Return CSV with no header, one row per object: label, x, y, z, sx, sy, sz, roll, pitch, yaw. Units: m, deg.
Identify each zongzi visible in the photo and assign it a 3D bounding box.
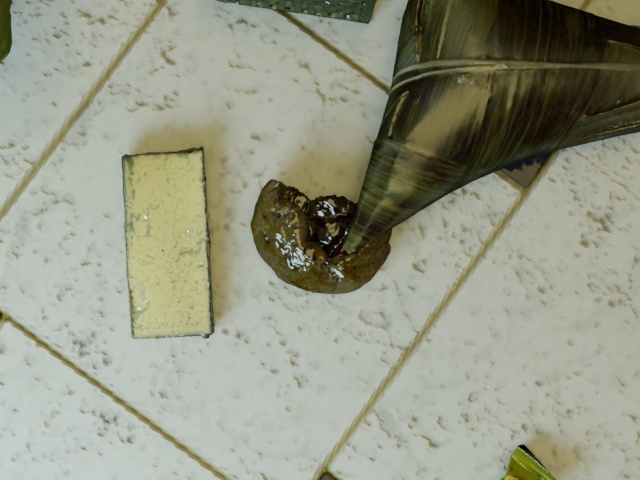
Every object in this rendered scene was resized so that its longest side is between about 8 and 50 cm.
zongzi,0.161,-0.072,1.207,0.247,0.111,0.241,16,83,-3

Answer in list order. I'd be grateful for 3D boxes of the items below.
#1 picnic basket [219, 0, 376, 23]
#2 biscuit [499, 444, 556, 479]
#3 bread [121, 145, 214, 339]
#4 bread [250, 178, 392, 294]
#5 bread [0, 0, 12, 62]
picnic basket,-0.020,-0.284,1.204,0.154,0.134,0.196,7,88,-1
biscuit,0.081,0.285,1.233,0.048,0.026,0.292,39,86,19
bread,-0.121,0.003,1.236,0.068,0.028,0.154,-4,88,-3
bread,0.000,0.000,1.226,0.113,0.060,0.082,10,84,-4
bread,-0.337,-0.278,1.097,0.348,0.348,0.308,5,96,-2
